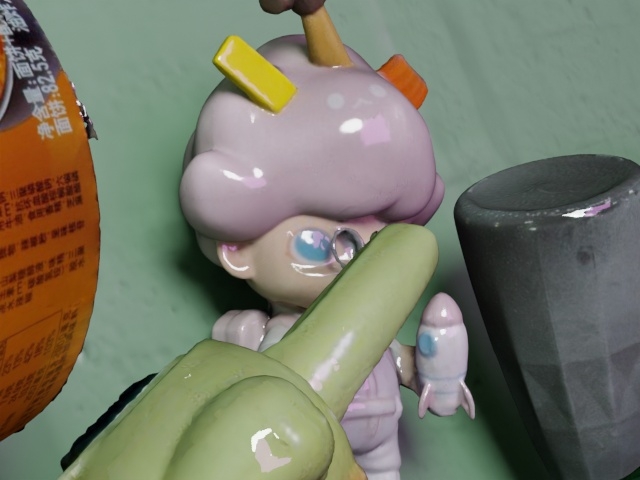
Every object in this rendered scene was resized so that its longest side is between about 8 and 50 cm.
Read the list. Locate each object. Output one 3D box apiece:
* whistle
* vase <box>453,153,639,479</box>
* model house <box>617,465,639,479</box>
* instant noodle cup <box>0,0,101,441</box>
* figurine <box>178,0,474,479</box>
[{"bbox_3d":[-0.037,0.107,0.459,0.294,0.141,0.141,-32,94,-35],"label":"whistle"},{"bbox_3d":[0.122,0.074,0.661,0.086,0.086,0.214,-31,114,-44],"label":"vase"},{"bbox_3d":[0.139,0.280,0.456,0.334,0.342,0.382,15,51,-41],"label":"model house"},{"bbox_3d":[-0.181,0.000,0.385,0.182,0.230,0.230,-19,85,-52],"label":"instant noodle cup"},{"bbox_3d":[0.000,0.000,0.610,0.137,0.112,0.229,-3,87,-33],"label":"figurine"}]
